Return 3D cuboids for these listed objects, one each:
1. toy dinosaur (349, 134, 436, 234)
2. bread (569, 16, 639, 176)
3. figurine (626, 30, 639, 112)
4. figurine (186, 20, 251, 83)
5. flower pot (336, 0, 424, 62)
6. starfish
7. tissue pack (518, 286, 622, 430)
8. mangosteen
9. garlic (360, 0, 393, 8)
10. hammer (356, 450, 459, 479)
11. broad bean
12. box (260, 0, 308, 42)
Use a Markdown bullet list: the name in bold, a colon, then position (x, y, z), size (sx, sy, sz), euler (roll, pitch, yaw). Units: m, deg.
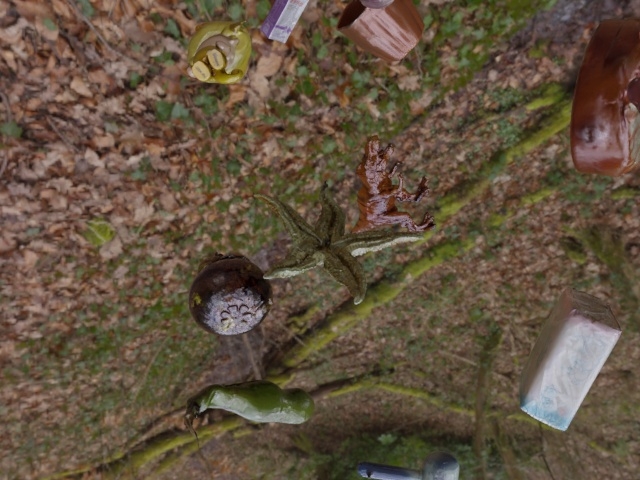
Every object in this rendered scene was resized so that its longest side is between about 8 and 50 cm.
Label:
- **toy dinosaur**: position (0.153, -0.062, 1.295), size (0.208, 0.097, 0.432), euler (0, 139, -6)
- **bread**: position (0.576, -0.271, 1.089), size (0.328, 0.114, 0.294), euler (-22, 120, -53)
- **figurine**: position (0.398, -0.223, 0.595), size (0.185, 0.234, 0.127), euler (-6, 153, 3)
- **figurine**: position (-0.199, -0.359, 1.098), size (0.156, 0.246, 0.131), euler (-33, 115, 17)
- **flower pot**: position (0.166, -0.561, 1.444), size (0.173, 0.190, 0.191), euler (33, 128, -24)
- **starfish**: position (-0.002, 0.003, 1.073), size (0.358, 0.347, 0.078), euler (-25, 142, -41)
- **tissue pack**: position (0.555, 0.262, 1.277), size (0.201, 0.124, 0.270), euler (-39, 151, -68)
- **mangosteen**: position (-0.214, 0.113, 1.311), size (0.193, 0.217, 0.192), euler (-11, 127, -15)
- **garlic**: position (0.079, -0.508, 1.061), size (0.102, 0.159, 0.147), euler (-37, -173, 27)
- **hammer**: position (0.166, 0.458, 1.093), size (0.194, 0.116, 0.069), euler (5, -170, 10)
- **broad bean**: position (-0.110, 0.276, 0.928), size (0.056, 0.098, 0.318), euler (-40, 155, 24)
- **box**: position (-0.066, -0.445, 1.094), size (0.051, 0.036, 0.117), euler (-7, 143, -47)
